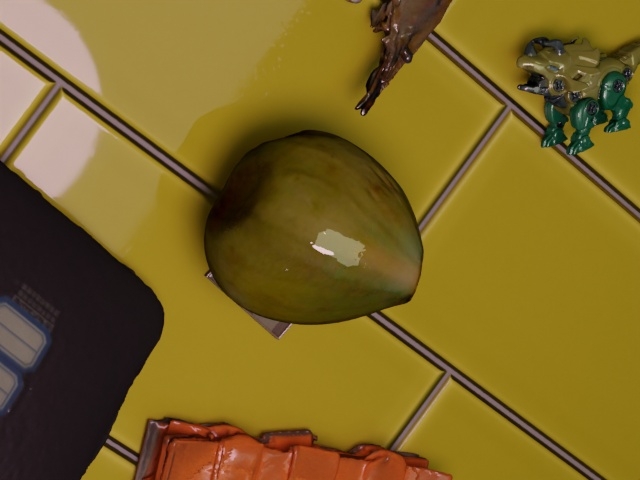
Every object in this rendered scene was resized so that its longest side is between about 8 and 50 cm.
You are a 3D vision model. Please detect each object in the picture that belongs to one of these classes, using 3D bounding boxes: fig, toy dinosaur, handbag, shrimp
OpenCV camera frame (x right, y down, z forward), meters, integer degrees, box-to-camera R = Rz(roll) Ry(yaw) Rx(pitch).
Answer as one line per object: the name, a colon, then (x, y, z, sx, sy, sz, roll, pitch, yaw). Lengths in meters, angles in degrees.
fig: (0.000, 0.000, 1.778, 0.271, 0.239, 0.239, 31, 91, 18)
toy dinosaur: (0.372, -0.209, 1.968, 0.259, 0.094, 0.153, -15, 111, -25)
handbag: (-0.053, 0.396, 1.946, 0.410, 0.116, 0.303, 11, 96, -22)
shrimp: (0.085, -0.281, 1.858, 0.117, 0.066, 0.262, 36, 75, -9)

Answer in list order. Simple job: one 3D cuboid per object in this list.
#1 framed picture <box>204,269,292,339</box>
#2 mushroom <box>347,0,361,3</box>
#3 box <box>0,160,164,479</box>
framed picture: (-0.035, 0.013, 1.912, 0.136, 0.010, 0.201, 43, 86, -24)
mushroom: (0.010, -0.327, 1.842, 0.101, 0.019, 0.049, 29, 91, -21)
box: (-0.373, 0.115, 1.697, 0.359, 0.091, 0.350, 43, 59, -32)
